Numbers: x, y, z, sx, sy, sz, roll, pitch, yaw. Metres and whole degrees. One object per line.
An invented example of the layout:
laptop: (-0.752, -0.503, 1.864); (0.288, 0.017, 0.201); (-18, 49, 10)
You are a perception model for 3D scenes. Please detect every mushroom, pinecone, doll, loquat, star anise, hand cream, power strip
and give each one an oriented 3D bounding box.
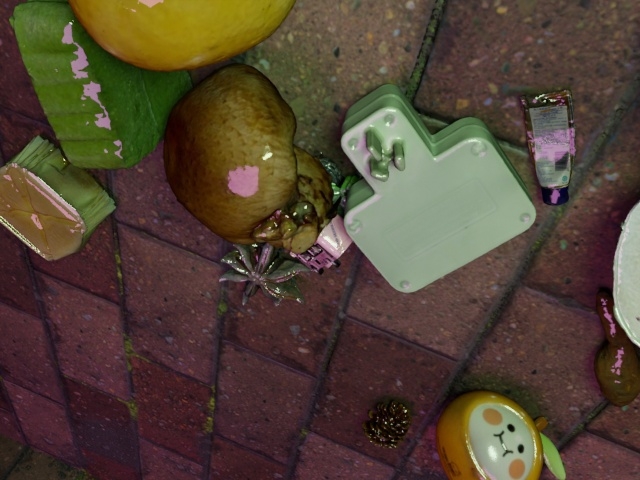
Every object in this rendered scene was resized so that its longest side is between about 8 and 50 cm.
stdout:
mushroom: (-0.104, -0.102, 0.916); (0.283, 0.195, 0.263); (43, 144, 18)
pinecone: (0.148, 0.395, 1.420); (0.102, 0.102, 0.109); (43, 126, -17)
doll: (0.340, 0.381, 1.253); (0.235, 0.213, 0.213); (-11, 142, -21)
loquat: (-0.157, -0.312, 0.738); (0.274, 0.275, 0.275); (15, 137, 14)
star anise: (-0.097, 0.059, 1.230); (0.180, 0.061, 0.205); (15, 137, 13)
hand cream: (0.300, -0.121, 0.863); (0.062, 0.039, 0.163); (2, 127, 28)
power strip: (0.132, -0.068, 0.888); (0.229, 0.141, 0.261); (-31, 115, 21)

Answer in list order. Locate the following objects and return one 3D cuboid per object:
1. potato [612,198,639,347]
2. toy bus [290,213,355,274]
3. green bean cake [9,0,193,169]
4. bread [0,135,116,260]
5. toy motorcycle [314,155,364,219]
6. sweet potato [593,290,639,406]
potato: (0.516, 0.048, 0.819); (0.246, 0.196, 0.300); (-40, 78, 44)
toy bus: (0.000, 0.000, 1.057); (0.090, 0.063, 0.203); (41, 166, -2)
green bean cake: (-0.289, -0.242, 0.908); (0.124, 0.222, 0.248); (5, 130, 20)
bread: (-0.522, -0.077, 1.282); (0.210, 0.110, 0.192); (43, 130, -17)
toy motorcycle: (0.047, -0.057, 1.039); (0.190, 0.074, 0.106); (36, 146, -10)
sweet potato: (0.473, 0.192, 1.057); (0.074, 0.075, 0.270); (-2, 127, 29)
